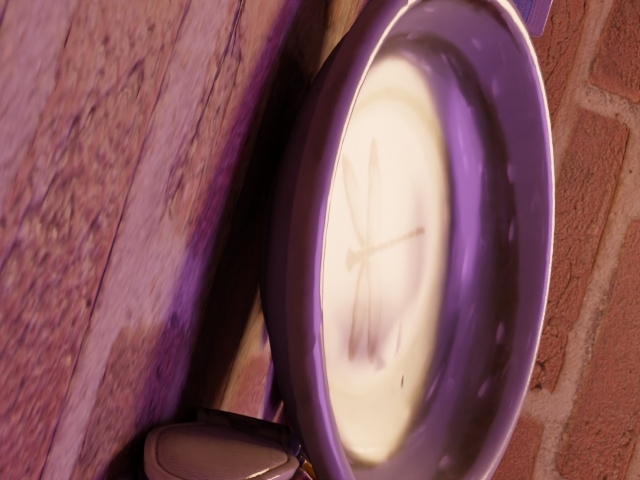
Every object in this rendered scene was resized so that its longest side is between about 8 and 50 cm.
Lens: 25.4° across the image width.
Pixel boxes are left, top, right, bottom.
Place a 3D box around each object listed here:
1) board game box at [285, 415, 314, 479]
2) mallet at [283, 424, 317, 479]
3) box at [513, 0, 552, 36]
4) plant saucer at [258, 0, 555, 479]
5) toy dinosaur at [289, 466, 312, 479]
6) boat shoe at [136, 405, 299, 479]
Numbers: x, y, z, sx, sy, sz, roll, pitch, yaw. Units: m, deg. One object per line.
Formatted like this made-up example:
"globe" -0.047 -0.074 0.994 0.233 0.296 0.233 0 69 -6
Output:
"board game box" 0.026 0.191 1.486 0.147 0.045 0.193 -31 147 -34
"mallet" 0.025 0.225 1.260 0.039 0.189 0.062 -53 160 -19
"box" 0.152 -0.289 1.216 0.103 0.114 0.203 -127 -129 -70
"plant saucer" 0.052 0.007 0.994 0.400 0.100 0.400 -18 111 -58
"toy dinosaur" -0.045 0.335 1.249 0.296 0.200 0.127 -48 163 17
"boat shoe" -0.060 0.147 0.826 0.233 0.084 0.079 39 68 -85
